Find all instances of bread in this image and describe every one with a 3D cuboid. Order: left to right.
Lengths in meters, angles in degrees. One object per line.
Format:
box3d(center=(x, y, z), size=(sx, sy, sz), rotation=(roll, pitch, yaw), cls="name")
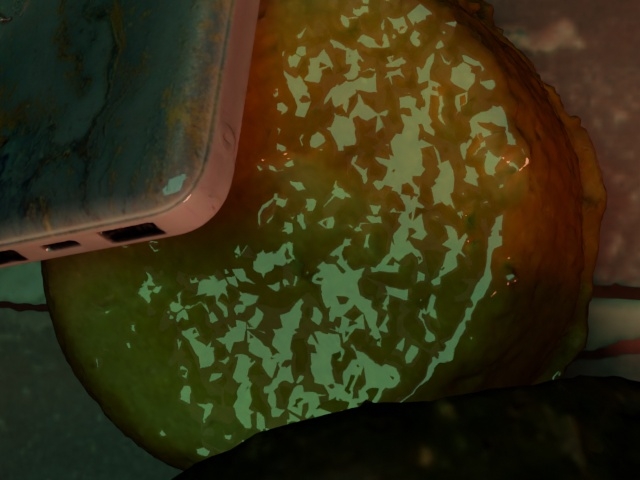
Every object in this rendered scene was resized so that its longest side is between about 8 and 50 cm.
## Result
box3d(center=(0.000, 0.000, 0.552), size=(0.268, 0.146, 0.268), rotation=(-3, 81, 21), cls="bread")

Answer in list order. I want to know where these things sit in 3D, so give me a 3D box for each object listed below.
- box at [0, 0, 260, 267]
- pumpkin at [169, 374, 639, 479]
box3d(center=(-0.084, -0.123, 0.529), size=(0.142, 0.044, 0.285), rotation=(-9, 59, 27), cls="box")
box3d(center=(0.039, 0.189, 0.446), size=(0.303, 0.256, 0.225), rotation=(-30, 61, 18), cls="pumpkin")
